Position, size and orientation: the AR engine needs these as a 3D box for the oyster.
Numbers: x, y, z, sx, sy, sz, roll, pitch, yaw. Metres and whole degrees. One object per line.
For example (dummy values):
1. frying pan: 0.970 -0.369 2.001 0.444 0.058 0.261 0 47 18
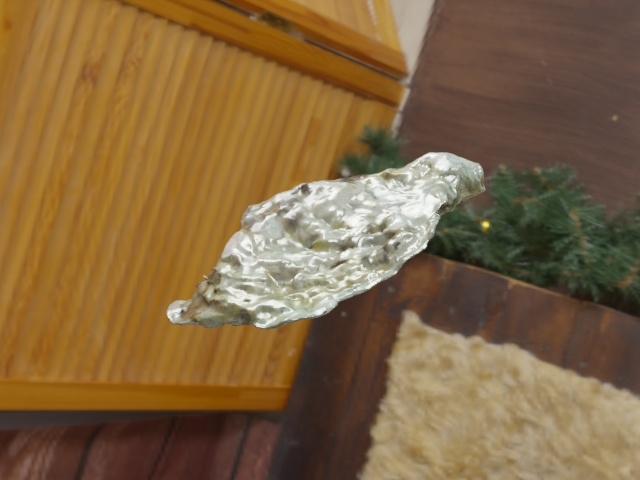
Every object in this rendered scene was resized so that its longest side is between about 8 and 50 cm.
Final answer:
1. oyster: 0.001 0.000 0.373 0.098 0.100 0.037 -13 104 26
